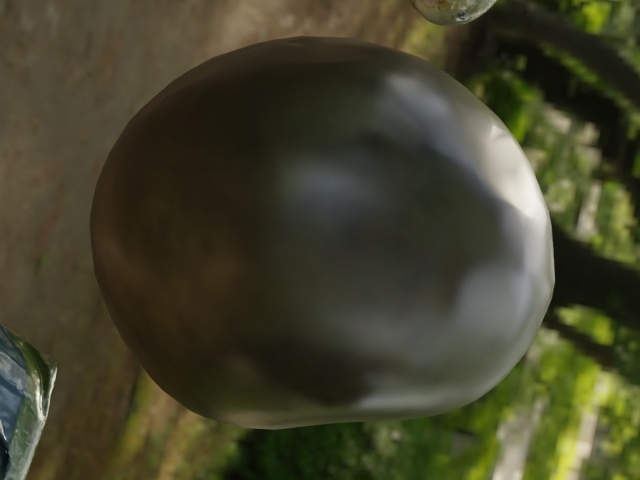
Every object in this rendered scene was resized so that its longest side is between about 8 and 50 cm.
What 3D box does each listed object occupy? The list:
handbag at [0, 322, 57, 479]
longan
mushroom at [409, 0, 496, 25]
[{"bbox_3d":[-0.299,0.099,1.035,0.241,0.222,0.263,43,48,-34],"label":"handbag"},{"bbox_3d":[0.000,0.000,1.686,0.336,0.404,0.404,-85,176,-47],"label":"longan"},{"bbox_3d":[0.099,-0.195,1.402,0.067,0.083,0.083,53,39,-26],"label":"mushroom"}]
